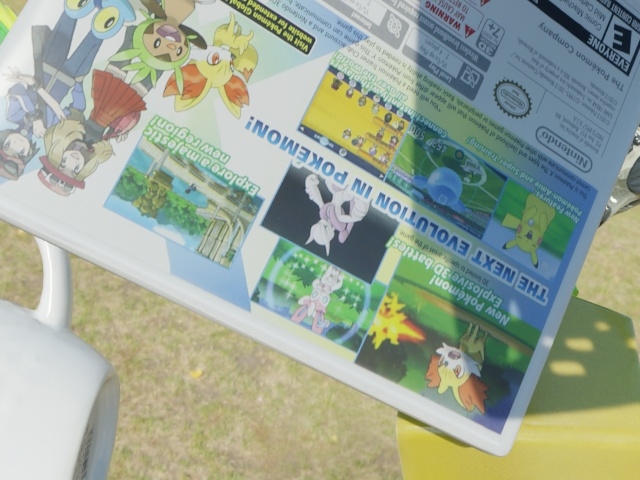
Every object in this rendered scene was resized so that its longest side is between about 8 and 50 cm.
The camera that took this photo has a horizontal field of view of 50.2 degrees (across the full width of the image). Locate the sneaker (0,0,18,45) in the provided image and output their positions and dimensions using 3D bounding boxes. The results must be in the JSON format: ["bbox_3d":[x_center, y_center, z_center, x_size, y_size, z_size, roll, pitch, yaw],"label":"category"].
[{"bbox_3d":[-0.294,-0.158,0.488,0.123,0.295,0.109,-43,46,-17],"label":"sneaker"}]

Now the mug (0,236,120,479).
[{"bbox_3d":[-0.346,0.118,0.582,0.328,0.373,0.276,10,-11,-5],"label":"mug"}]

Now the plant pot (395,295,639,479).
[{"bbox_3d":[0.187,0.163,0.623,0.187,0.212,0.212,0,36,18],"label":"plant pot"}]

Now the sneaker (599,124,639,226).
[{"bbox_3d":[0.385,-0.092,0.851,0.283,0.110,0.122,-26,-3,23],"label":"sneaker"}]

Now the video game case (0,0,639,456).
[{"bbox_3d":[0.026,-0.082,0.375,0.329,0.299,0.036,29,-11,-17],"label":"video game case"}]

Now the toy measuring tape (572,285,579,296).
[{"bbox_3d":[0.231,0.129,0.965,0.122,0.330,0.121,21,36,-16],"label":"toy measuring tape"}]
